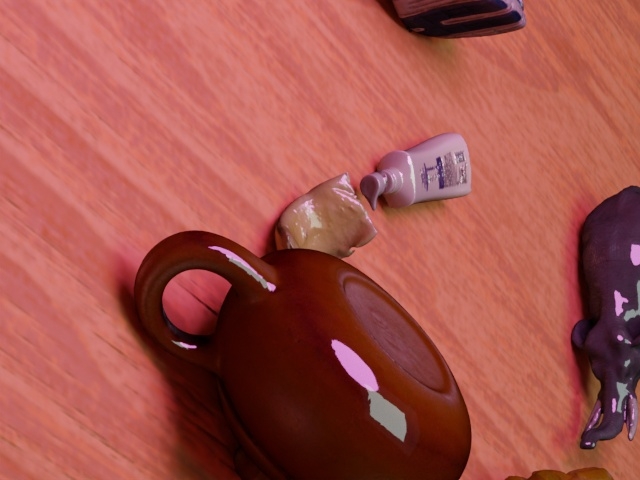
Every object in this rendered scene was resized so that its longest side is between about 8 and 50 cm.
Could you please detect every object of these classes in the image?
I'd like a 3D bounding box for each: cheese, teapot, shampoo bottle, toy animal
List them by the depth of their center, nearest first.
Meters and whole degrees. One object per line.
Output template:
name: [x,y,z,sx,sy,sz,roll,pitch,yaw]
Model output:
teapot: [-0.014,0.086,1.153,0.252,0.135,0.178,38,13,-27]
cheese: [0.000,-0.001,1.270,0.084,0.041,0.060,-48,117,-35]
shampoo bottle: [0.067,-0.048,1.407,0.141,0.034,0.049,-15,102,-60]
toy animal: [0.268,0.075,1.676,0.137,0.082,0.269,39,53,-45]

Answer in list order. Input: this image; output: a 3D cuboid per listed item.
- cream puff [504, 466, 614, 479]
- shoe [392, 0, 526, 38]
cream puff: [0.188,0.235,1.447,0.156,0.121,0.156,11,77,-54]
shoe: [0.085,-0.221,1.428,0.207,0.091,0.106,44,51,-41]
